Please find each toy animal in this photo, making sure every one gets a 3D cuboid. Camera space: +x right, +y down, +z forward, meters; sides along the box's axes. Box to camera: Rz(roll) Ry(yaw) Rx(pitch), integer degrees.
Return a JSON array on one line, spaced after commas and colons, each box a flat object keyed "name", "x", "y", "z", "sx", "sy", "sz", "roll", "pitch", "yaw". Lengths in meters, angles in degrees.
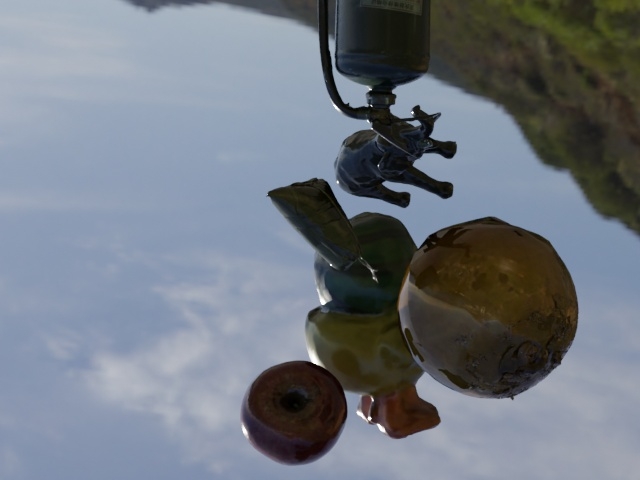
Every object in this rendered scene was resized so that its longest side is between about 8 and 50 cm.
[{"name": "toy animal", "x": 0.110, "y": -0.108, "z": 1.709, "sx": 0.137, "sy": 0.082, "sz": 0.269, "roll": 17, "pitch": 161, "yaw": -22}, {"name": "toy animal", "x": 0.072, "y": 0.126, "z": 2.039, "sx": 0.191, "sy": 0.338, "sz": 0.216, "roll": -6, "pitch": -178, "yaw": -13}]

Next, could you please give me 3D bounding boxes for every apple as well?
[{"name": "apple", "x": -0.038, "y": 0.246, "z": 1.889, "sx": 0.153, "sy": 0.153, "sz": 0.120, "roll": 13, "pitch": 151, "yaw": 12}]

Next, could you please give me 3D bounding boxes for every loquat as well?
[{"name": "loquat", "x": 0.211, "y": 0.085, "z": 1.676, "sx": 0.235, "sy": 0.235, "sz": 0.235, "roll": 10, "pitch": -166, "yaw": -2}]

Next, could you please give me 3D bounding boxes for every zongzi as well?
[{"name": "zongzi", "x": 0.000, "y": 0.000, "z": 1.604, "sx": 0.062, "sy": 0.154, "sz": 0.130, "roll": -33, "pitch": 172, "yaw": 22}]

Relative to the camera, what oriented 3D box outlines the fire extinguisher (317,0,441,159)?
[{"name": "fire extinguisher", "x": 0.057, "y": -0.223, "z": 1.233, "sx": 0.118, "sy": 0.294, "sz": 0.093, "roll": 1, "pitch": -175, "yaw": -2}]
